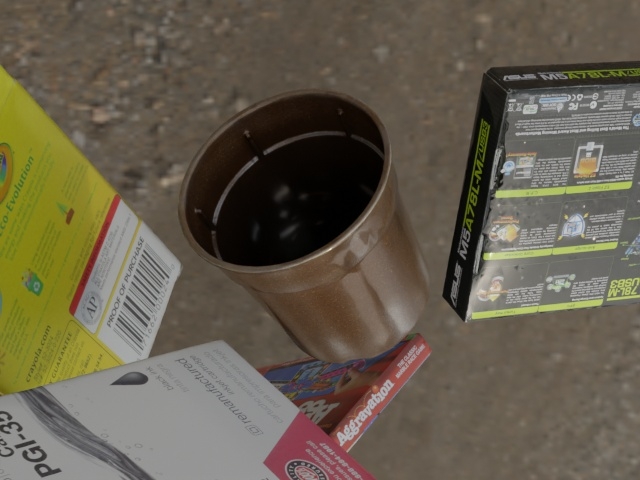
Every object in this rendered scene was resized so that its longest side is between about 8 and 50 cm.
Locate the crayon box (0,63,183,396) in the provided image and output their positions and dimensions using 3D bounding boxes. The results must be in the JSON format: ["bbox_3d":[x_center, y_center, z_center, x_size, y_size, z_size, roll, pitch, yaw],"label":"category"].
[{"bbox_3d":[-0.235,0.018,1.184,0.318,0.081,0.202,55,46,-50],"label":"crayon box"}]

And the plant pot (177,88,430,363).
[{"bbox_3d":[0.000,0.000,1.211,0.167,0.167,0.165,-58,144,-22],"label":"plant pot"}]

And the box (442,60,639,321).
[{"bbox_3d":[0.192,-0.036,1.138,0.191,0.045,0.184,-6,123,-22],"label":"box"}]

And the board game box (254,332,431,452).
[{"bbox_3d":[-0.027,0.160,1.510,0.027,0.281,0.145,52,55,-14],"label":"board game box"}]

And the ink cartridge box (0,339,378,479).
[{"bbox_3d":[-0.127,0.190,1.026,0.283,0.207,0.117,-13,129,-40],"label":"ink cartridge box"}]
